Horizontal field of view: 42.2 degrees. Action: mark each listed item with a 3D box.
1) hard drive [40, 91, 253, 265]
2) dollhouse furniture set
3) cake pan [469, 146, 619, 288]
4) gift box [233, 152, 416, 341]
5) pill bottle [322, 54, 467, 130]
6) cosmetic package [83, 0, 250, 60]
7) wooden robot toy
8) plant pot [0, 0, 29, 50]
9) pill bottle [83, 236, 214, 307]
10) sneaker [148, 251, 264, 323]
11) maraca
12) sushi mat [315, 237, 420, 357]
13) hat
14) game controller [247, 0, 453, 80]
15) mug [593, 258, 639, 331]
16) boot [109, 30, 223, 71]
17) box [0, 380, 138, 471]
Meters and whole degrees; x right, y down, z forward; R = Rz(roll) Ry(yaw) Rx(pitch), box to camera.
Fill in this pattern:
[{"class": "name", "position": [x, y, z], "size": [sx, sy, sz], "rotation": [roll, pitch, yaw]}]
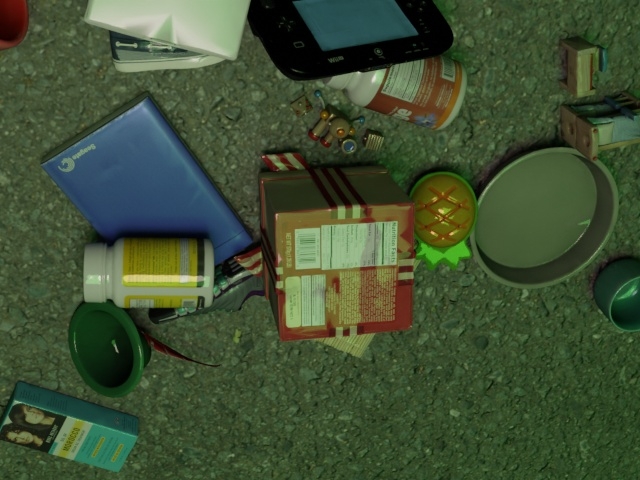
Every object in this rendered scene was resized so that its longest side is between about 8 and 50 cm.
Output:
[{"class": "hard drive", "position": [-0.288, -0.066, 1.415], "size": [0.210, 0.040, 0.318], "rotation": [-31, 119, 6]}, {"class": "dollhouse furniture set", "position": [0.499, -0.252, 1.427], "size": [0.129, 0.129, 0.183], "rotation": [-13, 119, -5]}, {"class": "cake pan", "position": [0.413, -0.047, 1.561], "size": [0.293, 0.054, 0.293], "rotation": [-5, 118, -9]}, {"class": "gift box", "position": [0.000, 0.000, 1.376], "size": [0.276, 0.258, 0.255], "rotation": [1, 109, -9]}, {"class": "pill bottle", "position": [0.118, -0.264, 1.348], "size": [0.216, 0.121, 0.121], "rotation": [15, 113, -18]}, {"class": "cosmetic package", "position": [-0.179, -0.461, 1.135], "size": [0.217, 0.156, 0.385], "rotation": [13, 106, -17]}, {"class": "wooden robot toy", "position": [0.030, -0.183, 1.397], "size": [0.173, 0.079, 0.076], "rotation": [27, 109, -22]}, {"class": "plant pot", "position": [-0.570, -0.342, 1.102], "size": [0.243, 0.275, 0.275], "rotation": [-20, 120, 9]}, {"class": "pill bottle", "position": [-0.286, 0.054, 1.388], "size": [0.209, 0.119, 0.119], "rotation": [1, 117, -12]}, {"class": "sneaker", "position": [-0.197, 0.113, 1.508], "size": [0.224, 0.083, 0.098], "rotation": [-26, 124, 2]}, {"class": "maraca", "position": [0.219, -0.034, 1.496], "size": [0.127, 0.099, 0.185], "rotation": [0, 108, 9]}, {"class": "sushi mat", "position": [0.087, 0.081, 1.583], "size": [0.151, 0.019, 0.316], "rotation": [22, 111, -22]}, {"class": "hat", "position": [-0.337, 0.192, 1.551], "size": [0.173, 0.183, 0.208], "rotation": [-29, 83, 30]}, {"class": "game controller", "position": [0.049, -0.322, 1.238], "size": [0.319, 0.166, 0.067], "rotation": [-17, 148, -29]}, {"class": "mug", "position": [0.614, 0.113, 1.662], "size": [0.129, 0.097, 0.157], "rotation": [-8, 119, -8]}, {"class": "boot", "position": [-0.231, -0.314, 1.279], "size": [0.190, 0.069, 0.086], "rotation": [-8, 124, -6]}, {"class": "box", "position": [-0.481, 0.359, 1.589], "size": [0.244, 0.060, 0.100], "rotation": [23, 111, -22]}]
